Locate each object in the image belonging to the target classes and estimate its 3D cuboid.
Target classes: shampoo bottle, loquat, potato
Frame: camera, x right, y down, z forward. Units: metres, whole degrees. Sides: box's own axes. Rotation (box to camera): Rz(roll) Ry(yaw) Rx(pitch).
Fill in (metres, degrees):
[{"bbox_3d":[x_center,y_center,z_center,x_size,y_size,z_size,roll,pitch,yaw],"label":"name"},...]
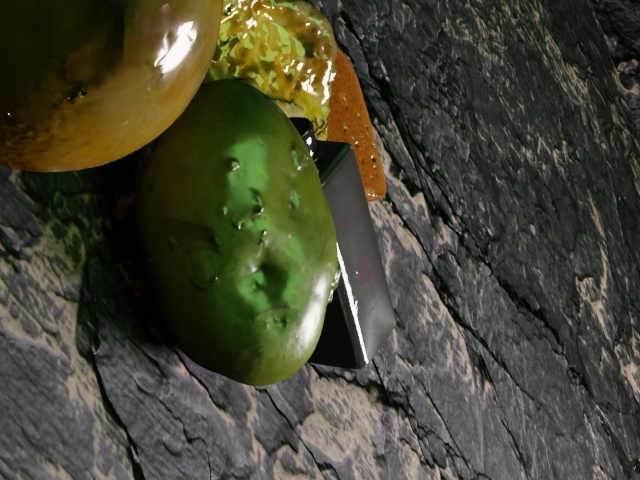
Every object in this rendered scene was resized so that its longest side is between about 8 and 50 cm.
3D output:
[{"bbox_3d":[0.000,0.000,1.653,0.080,0.079,0.246,-53,139,-43],"label":"shampoo bottle"},{"bbox_3d":[-0.191,-0.179,1.268,0.263,0.263,0.263,50,28,-40],"label":"loquat"},{"bbox_3d":[-0.074,-0.005,1.502,0.186,0.148,0.253,8,71,-48],"label":"potato"}]

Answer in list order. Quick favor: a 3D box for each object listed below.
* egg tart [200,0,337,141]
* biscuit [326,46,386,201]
[{"bbox_3d":[-0.063,-0.169,1.710,0.297,0.132,0.297,40,39,-42],"label":"egg tart"},{"bbox_3d":[-0.001,-0.135,1.937,0.186,0.036,0.192,10,62,-63],"label":"biscuit"}]
